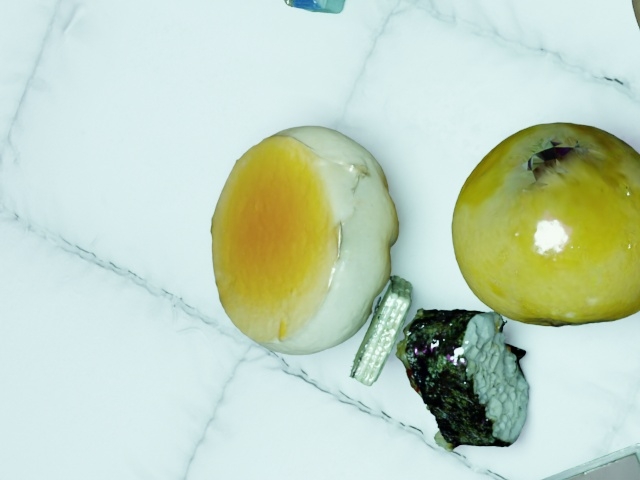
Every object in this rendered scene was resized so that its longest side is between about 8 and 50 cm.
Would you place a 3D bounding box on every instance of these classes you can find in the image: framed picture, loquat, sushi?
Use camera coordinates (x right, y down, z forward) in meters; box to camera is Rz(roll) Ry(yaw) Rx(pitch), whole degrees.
[{"bbox_3d":[0.342,0.347,1.837,0.183,0.011,0.142,-26,80,22],"label":"framed picture"},{"bbox_3d":[0.284,-0.009,1.728,0.263,0.263,0.263,0,90,24],"label":"loquat"},{"bbox_3d":[0.179,0.157,1.820,0.115,0.212,0.147,5,55,35],"label":"sushi"}]

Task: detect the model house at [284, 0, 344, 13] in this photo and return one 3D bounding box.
[{"bbox_3d":[-0.023,-0.379,1.922,0.119,0.149,0.148,14,94,25],"label":"model house"}]

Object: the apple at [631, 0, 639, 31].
[{"bbox_3d":[0.489,-0.301,1.617,0.306,0.306,0.235,-30,72,21],"label":"apple"}]

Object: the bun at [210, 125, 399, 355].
[{"bbox_3d":[0.000,0.000,1.893,0.299,0.165,0.299,-6,82,50],"label":"bun"}]

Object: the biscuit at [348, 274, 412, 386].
[{"bbox_3d":[0.079,0.110,1.854,0.041,0.199,0.121,23,97,1],"label":"biscuit"}]
